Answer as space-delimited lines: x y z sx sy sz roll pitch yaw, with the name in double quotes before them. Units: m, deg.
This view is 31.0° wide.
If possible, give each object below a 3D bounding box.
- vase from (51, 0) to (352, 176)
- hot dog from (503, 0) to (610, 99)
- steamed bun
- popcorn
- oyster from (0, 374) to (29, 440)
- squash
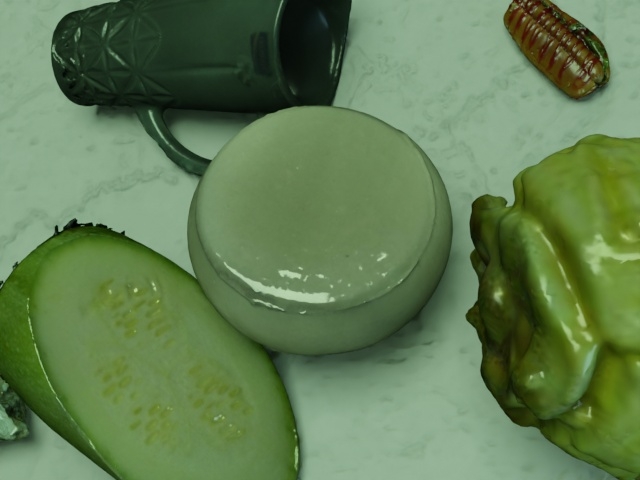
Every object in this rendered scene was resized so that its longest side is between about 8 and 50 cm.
"vase" -0.127 -0.185 1.184 0.301 0.156 0.251 0 89 24
"hot dog" 0.227 -0.196 1.123 0.062 0.038 0.144 -33 58 0
"steamed bun" 0.000 0.000 1.031 0.232 0.145 0.231 -1 63 2
"popcorn" 0.234 0.056 0.865 0.237 0.293 0.293 -13 58 -9
"oyster" -0.357 0.153 1.118 0.177 0.064 0.124 -9 65 16
"squash" -0.139 0.113 0.995 0.261 0.189 0.189 27 74 33
